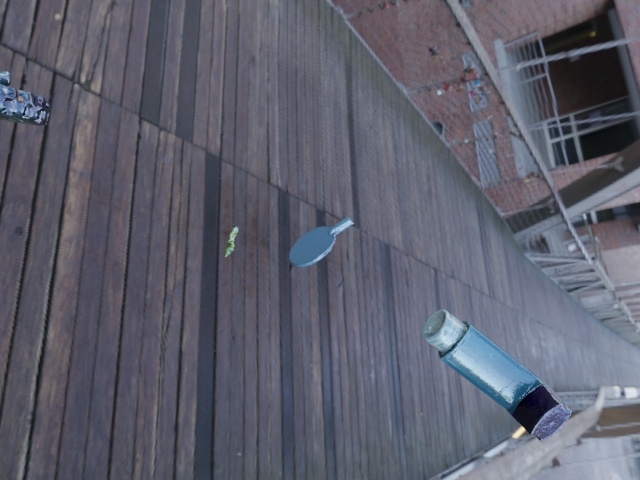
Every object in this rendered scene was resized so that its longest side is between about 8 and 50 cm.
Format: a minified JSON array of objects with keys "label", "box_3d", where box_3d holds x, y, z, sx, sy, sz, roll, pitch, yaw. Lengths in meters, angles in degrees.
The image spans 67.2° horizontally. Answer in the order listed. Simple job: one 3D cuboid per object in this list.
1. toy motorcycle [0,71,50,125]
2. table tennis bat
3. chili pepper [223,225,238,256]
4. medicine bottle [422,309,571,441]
[{"label":"toy motorcycle","box_3d":[-0.535,-0.195,0.520,0.410,0.237,0.168,12,82,-59]},{"label":"table tennis bat","box_3d":[0.000,0.000,1.009,0.019,0.155,0.100,52,4,-34]},{"label":"chili pepper","box_3d":[-0.216,0.004,1.158,0.022,0.027,0.083,31,63,-37]},{"label":"medicine bottle","box_3d":[0.290,0.219,0.814,0.258,0.079,0.124,38,11,-9]}]
